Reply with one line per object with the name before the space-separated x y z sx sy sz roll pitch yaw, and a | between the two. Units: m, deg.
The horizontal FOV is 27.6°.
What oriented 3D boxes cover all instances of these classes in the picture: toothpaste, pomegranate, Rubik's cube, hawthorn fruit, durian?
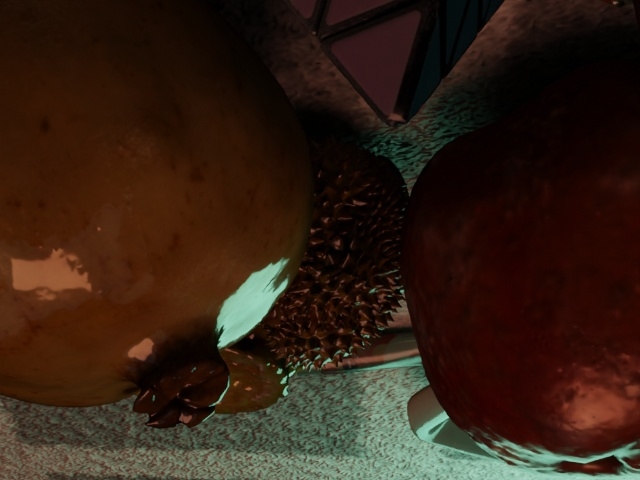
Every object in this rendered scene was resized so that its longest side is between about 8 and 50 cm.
toothpaste | 0.078 0.105 1.256 0.205 0.036 0.056 -5 148 6
pomegranate | -0.152 -0.040 0.785 0.307 0.307 0.307 2 151 1
Rubik's cube | 0.015 -0.134 0.692 0.190 0.178 0.211 0 150 10
hawthorn fruit | 0.187 0.025 0.887 0.284 0.284 0.284 2 151 1
durian | 0.000 0.000 0.949 0.137 0.168 0.158 10 140 41

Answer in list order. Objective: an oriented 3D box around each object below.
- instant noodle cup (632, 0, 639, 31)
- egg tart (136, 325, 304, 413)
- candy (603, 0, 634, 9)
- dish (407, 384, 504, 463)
instant noodle cup | 0.249 -0.164 0.584 0.178 0.234 0.235 -9 150 0
egg tart | -0.101 0.068 1.110 0.294 0.123 0.294 2 149 1
candy | 0.234 -0.143 0.786 0.182 0.046 0.053 7 152 -13
dish | 0.201 0.169 1.325 0.234 0.064 0.154 18 147 -27
